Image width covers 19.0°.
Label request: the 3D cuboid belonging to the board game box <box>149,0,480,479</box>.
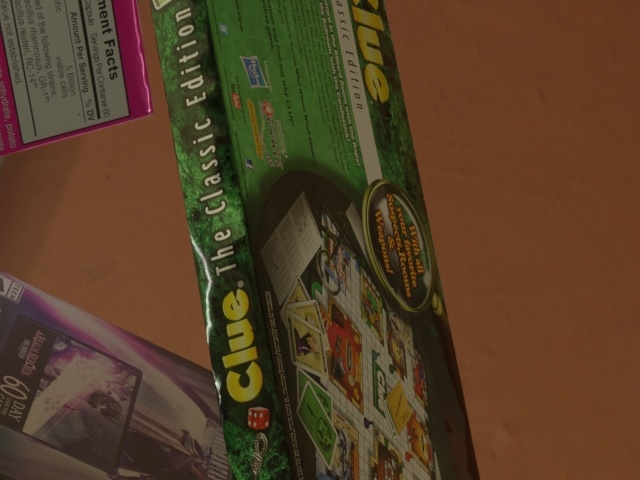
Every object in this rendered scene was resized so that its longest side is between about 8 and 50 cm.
[{"bbox_3d":[0.000,0.000,0.698,0.030,0.136,0.260,-20,-108,32],"label":"board game box"}]

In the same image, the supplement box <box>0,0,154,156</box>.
[{"bbox_3d":[-0.207,-0.101,0.952,0.220,0.111,0.114,-16,-58,-19],"label":"supplement box"}]

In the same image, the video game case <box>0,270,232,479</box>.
[{"bbox_3d":[-0.090,0.105,0.950,0.274,0.196,0.026,25,-69,-8],"label":"video game case"}]
